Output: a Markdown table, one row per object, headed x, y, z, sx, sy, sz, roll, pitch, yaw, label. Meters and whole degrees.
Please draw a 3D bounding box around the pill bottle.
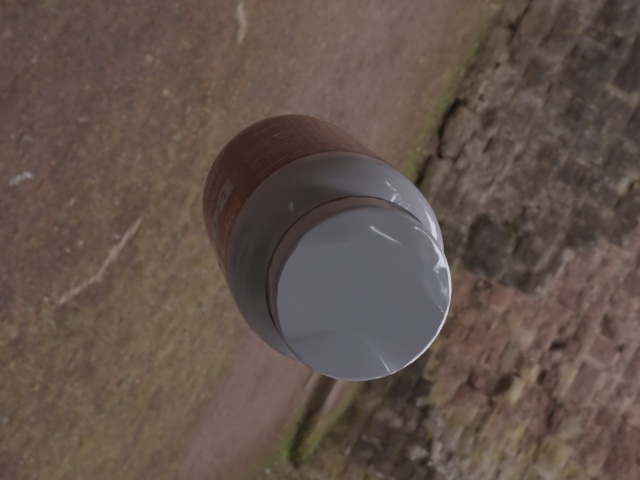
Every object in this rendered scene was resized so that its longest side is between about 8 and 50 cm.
| x | y | z | sx | sy | sz | roll | pitch | yaw | label |
| --- | --- | --- | --- | --- | --- | --- | --- | --- | --- |
| 0.000 | 0.000 | 0.650 | 0.121 | 0.121 | 0.216 | -63 | -163 | 8 | pill bottle |
